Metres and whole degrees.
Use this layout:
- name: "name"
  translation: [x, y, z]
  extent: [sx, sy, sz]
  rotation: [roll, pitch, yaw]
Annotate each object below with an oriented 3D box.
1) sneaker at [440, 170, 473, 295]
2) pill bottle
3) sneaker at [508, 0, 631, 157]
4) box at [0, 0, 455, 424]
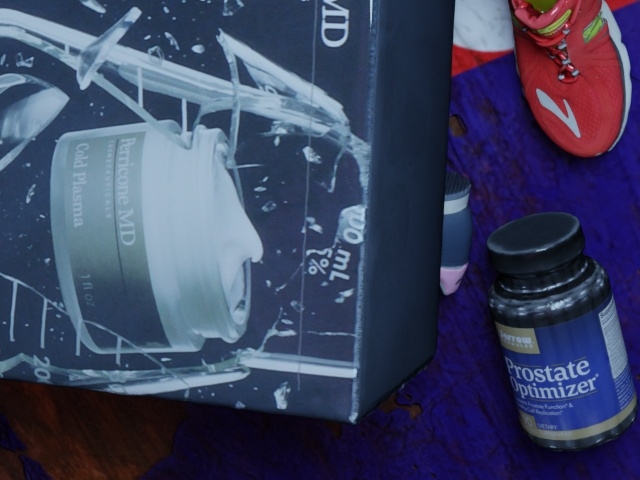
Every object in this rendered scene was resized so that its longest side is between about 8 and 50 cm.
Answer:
- name: "sneaker"
  translation: [0.000, 0.000, 1.336]
  extent: [0.319, 0.112, 0.131]
  rotation: [2, 113, 21]
- name: "pill bottle"
  translation: [0.237, 0.089, 1.287]
  extent: [0.123, 0.123, 0.219]
  rotation: [-9, 112, 24]
- name: "sneaker"
  translation: [0.206, -0.195, 1.157]
  extent: [0.107, 0.118, 0.279]
  rotation: [-7, 112, 25]
- name: "box"
  translation: [-0.139, -0.122, 1.147]
  extent: [0.472, 0.297, 0.480]
  rotation: [4, 98, 16]
